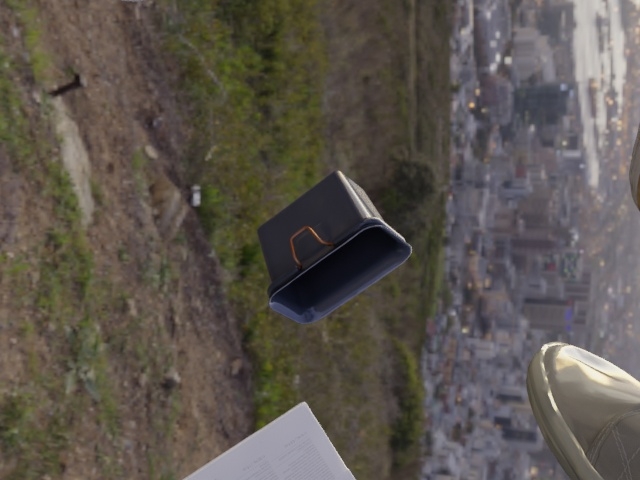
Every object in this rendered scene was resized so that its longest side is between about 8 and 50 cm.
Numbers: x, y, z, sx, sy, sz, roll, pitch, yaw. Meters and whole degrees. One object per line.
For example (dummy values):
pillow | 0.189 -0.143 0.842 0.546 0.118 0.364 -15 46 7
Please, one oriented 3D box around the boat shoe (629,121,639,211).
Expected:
boat shoe | 0.244 -0.133 0.492 0.277 0.098 0.096 -63 -161 8

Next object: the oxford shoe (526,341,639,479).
oxford shoe | 0.290 0.182 0.615 0.449 0.169 0.130 -121 -130 -63

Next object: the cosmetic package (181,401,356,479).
cosmetic package | -0.082 0.404 1.081 0.377 0.097 0.284 -24 74 -47

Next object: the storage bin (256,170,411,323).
storage bin | 0.000 0.000 0.859 0.098 0.135 0.091 33 25 -51
